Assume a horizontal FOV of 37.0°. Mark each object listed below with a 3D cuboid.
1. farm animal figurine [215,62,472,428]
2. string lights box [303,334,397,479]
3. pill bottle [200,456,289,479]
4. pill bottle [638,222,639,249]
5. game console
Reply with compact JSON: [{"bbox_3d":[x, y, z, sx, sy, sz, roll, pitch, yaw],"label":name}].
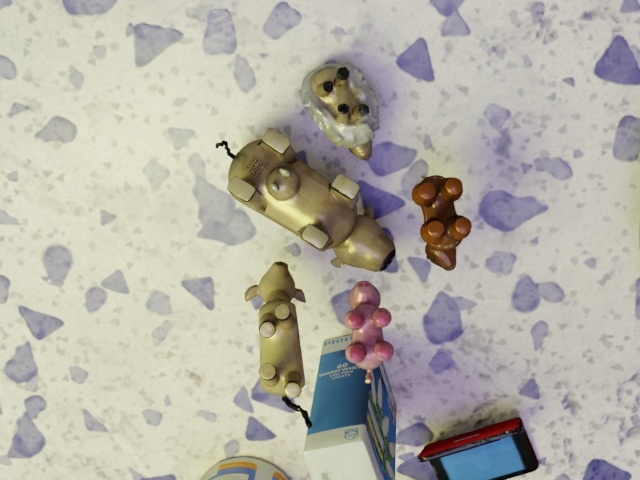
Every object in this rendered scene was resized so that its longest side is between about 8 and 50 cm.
[{"bbox_3d":[0.000,0.000,1.149,0.330,0.172,0.326,-39,88,-4],"label":"farm animal figurine"},{"bbox_3d":[0.043,0.237,1.204,0.077,0.259,0.133,-14,112,11],"label":"string lights box"},{"bbox_3d":[-0.119,0.430,1.291,0.152,0.272,0.152,2,112,4],"label":"pill bottle"},{"bbox_3d":[0.447,-0.024,1.133,0.131,0.131,0.229,-2,112,6],"label":"pill bottle"},{"bbox_3d":[0.220,0.305,1.317,0.144,0.124,0.085,-20,83,12],"label":"game console"}]
